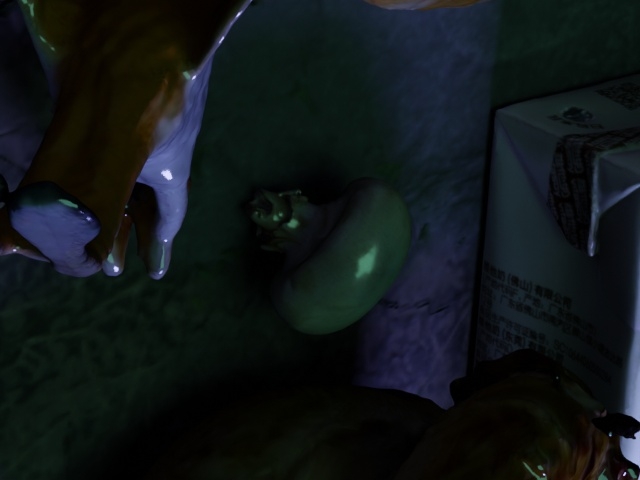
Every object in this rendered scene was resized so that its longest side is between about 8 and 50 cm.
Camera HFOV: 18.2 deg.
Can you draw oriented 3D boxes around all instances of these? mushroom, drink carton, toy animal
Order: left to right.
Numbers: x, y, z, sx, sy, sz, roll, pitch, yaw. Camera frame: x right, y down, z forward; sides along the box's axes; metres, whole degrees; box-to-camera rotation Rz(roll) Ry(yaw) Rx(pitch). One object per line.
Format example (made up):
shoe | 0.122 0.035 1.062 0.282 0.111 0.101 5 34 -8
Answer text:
toy animal | -0.063 -0.054 0.746 0.302 0.225 0.284 100 4 -59
mushroom | 0.000 0.000 0.973 0.079 0.085 0.085 39 82 -4
mushroom | 0.042 0.180 0.982 0.283 0.263 0.195 -40 165 -9
drink carton | 0.194 0.075 1.133 0.194 0.132 0.325 -17 121 -36

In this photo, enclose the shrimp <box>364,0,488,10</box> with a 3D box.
shrimp | 0.082 -0.179 0.862 0.185 0.068 0.287 -39 165 -16
